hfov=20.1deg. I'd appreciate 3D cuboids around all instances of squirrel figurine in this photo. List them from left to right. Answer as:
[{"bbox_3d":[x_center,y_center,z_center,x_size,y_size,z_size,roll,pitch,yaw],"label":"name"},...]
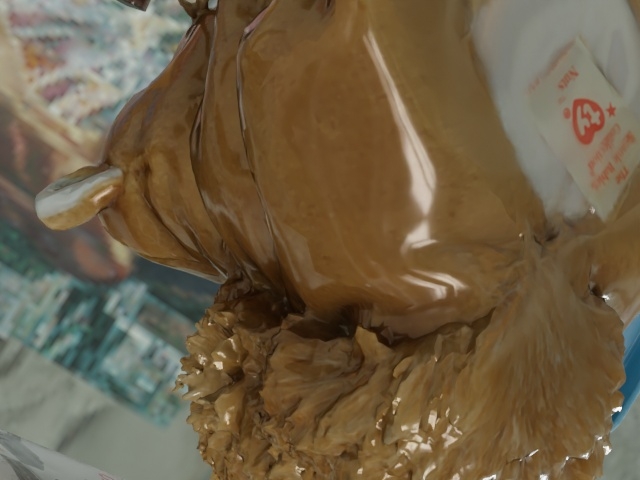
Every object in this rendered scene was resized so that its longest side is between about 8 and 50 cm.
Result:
[{"bbox_3d":[0.000,0.000,0.944,0.370,0.281,0.397,-11,-109,50],"label":"squirrel figurine"}]

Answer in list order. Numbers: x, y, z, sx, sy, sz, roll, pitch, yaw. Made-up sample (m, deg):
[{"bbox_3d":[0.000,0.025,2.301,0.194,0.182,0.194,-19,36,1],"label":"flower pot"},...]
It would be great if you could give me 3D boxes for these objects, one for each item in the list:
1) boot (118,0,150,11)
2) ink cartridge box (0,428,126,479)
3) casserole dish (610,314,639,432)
[{"bbox_3d":[-0.134,-0.227,1.276,0.106,0.037,0.114,25,-89,33],"label":"boot"},{"bbox_3d":[-0.296,0.230,1.495,0.129,0.307,0.223,-65,-161,1],"label":"ink cartridge box"},{"bbox_3d":[0.197,0.061,1.325,0.037,0.114,0.188,-19,-151,54],"label":"casserole dish"}]
